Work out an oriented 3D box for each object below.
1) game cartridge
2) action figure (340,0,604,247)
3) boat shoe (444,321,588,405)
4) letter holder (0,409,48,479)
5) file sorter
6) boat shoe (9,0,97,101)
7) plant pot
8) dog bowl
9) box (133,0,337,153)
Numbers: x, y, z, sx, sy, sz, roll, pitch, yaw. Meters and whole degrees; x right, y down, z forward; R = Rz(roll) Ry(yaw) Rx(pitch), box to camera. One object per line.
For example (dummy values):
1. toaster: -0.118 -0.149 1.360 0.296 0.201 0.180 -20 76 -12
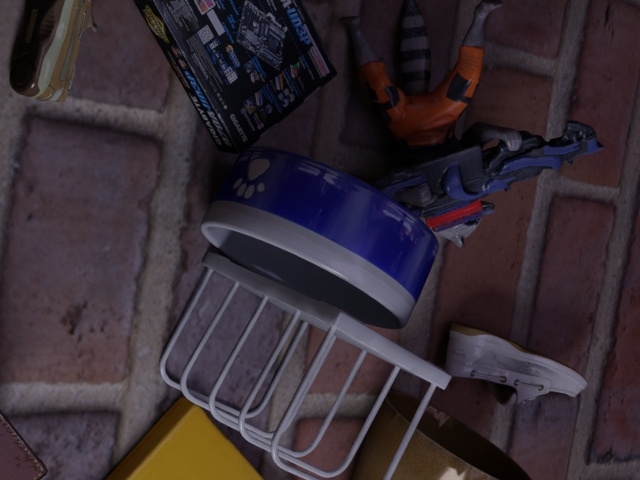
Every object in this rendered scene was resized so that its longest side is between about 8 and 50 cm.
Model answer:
1. game cartridge: -0.170 0.401 1.296 0.285 0.052 0.324 -47 121 -21
2. action figure: 0.189 -0.155 1.387 0.341 0.178 0.330 -11 113 -10
3. boat shoe: 0.293 0.206 1.588 0.277 0.098 0.096 22 85 -29
4. letter holder: -0.457 0.226 0.971 0.302 0.152 0.214 -41 119 -24
5. file sorter: -0.034 0.155 1.208 0.192 0.277 0.173 33 83 -37
6. boat shoe: -0.267 -0.238 1.087 0.072 0.068 0.190 12 102 -51
7. plant pot: 0.127 0.377 1.429 0.237 0.237 0.254 25 98 -38
8. dog bowl: 0.000 0.000 1.206 0.265 0.265 0.104 35 76 -37
9. box: -0.095 -0.239 1.221 0.175 0.051 0.220 -43 122 -23
